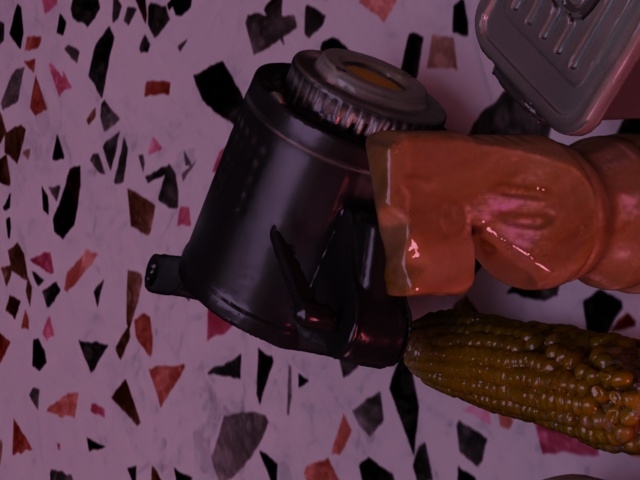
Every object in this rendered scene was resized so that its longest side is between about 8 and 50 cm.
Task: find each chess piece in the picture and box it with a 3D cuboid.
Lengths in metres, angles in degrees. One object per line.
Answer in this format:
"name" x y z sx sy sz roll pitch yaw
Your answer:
"chess piece" 0.153 -0.025 1.369 0.137 0.301 0.137 -3 87 49

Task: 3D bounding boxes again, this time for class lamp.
"lamp" -0.001 -0.040 1.640 0.374 0.205 0.272 20 95 64

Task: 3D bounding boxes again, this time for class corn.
"corn" 0.185 0.111 1.492 0.320 0.097 0.097 11 98 53

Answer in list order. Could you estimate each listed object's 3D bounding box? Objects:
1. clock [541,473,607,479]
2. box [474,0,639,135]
"clock" 0.221 0.371 1.353 0.326 0.184 0.342 -152 73 -68
"box" 0.246 -0.205 1.387 0.163 0.135 0.243 52 127 38
